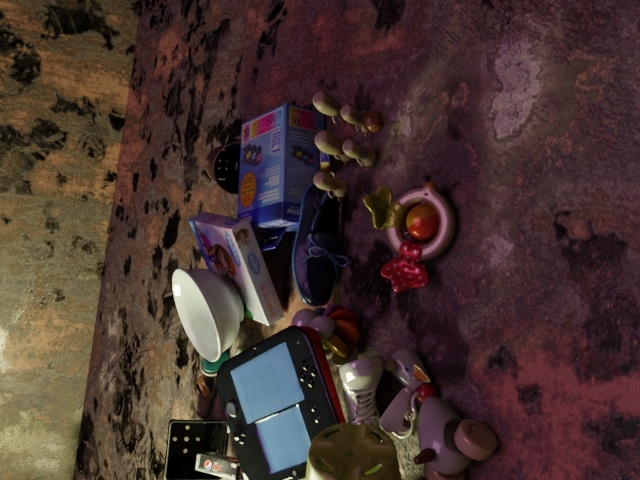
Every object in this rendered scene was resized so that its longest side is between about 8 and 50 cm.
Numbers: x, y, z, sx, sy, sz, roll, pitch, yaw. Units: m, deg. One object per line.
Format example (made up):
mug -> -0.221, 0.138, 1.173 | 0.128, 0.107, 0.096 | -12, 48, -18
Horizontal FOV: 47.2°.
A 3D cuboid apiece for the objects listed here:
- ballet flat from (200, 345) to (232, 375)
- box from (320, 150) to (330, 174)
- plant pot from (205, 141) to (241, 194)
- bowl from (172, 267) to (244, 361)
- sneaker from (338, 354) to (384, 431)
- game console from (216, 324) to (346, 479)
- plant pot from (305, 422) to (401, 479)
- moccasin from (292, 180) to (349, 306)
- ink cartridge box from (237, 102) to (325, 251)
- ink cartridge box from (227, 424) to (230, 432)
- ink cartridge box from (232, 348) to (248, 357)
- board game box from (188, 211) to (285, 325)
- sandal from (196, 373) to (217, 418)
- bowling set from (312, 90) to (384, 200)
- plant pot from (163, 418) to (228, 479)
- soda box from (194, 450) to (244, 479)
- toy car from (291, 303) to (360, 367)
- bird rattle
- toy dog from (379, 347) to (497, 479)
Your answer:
ballet flat -> -0.321, 0.365, 2.309 | 0.086, 0.086, 0.248 | -60, 7, 30
box -> 0.012, -0.232, 1.985 | 0.136, 0.028, 0.081 | 75, -167, -76
plant pot -> -0.297, -0.244, 2.405 | 0.165, 0.166, 0.167 | 23, 103, 62
bowl -> -0.322, 0.202, 2.207 | 0.298, 0.134, 0.298 | 39, 141, 42
sneaker -> 0.107, 0.369, 1.665 | 0.292, 0.108, 0.169 | 90, 167, -67
game console -> -0.102, 0.416, 1.799 | 0.386, 0.060, 0.342 | -32, 66, 39
plant pot -> 0.070, 0.534, 1.528 | 0.276, 0.276, 0.254 | 37, 136, 52
moccasin -> 0.000, 0.000, 1.929 | 0.116, 0.137, 0.342 | -14, 73, 50
ink cartridge box -> -0.116, -0.165, 2.125 | 0.270, 0.151, 0.396 | -12, 76, 55
ink cartridge box -> -0.153, 0.467, 2.026 | 0.127, 0.176, 0.128 | -17, 69, 53
ink cartridge box -> -0.260, 0.437, 2.292 | 0.209, 0.062, 0.109 | -50, 46, 39
board game box -> -0.259, 0.079, 2.217 | 0.318, 0.065, 0.319 | 10, 124, 57
sandal -> -0.394, 0.501, 2.479 | 0.090, 0.060, 0.220 | 38, 115, 52
bowling set -> 0.095, -0.252, 1.863 | 0.199, 0.154, 0.287 | -6, 76, 33
plant pot -> -0.423, 0.669, 2.396 | 0.167, 0.188, 0.188 | 177, 99, -67
soda box -> -0.305, 0.695, 2.263 | 0.168, 0.060, 0.053 | 3, 85, 33
toy car -> 0.029, 0.224, 1.857 | 0.136, 0.159, 0.182 | -50, 31, -17
bird rattle -> 0.206, -0.020, 1.645 | 0.206, 0.143, 0.254 | -33, 59, 29
toy dog -> 0.205, 0.370, 1.528 | 0.333, 0.160, 0.220 | 31, 109, 54
